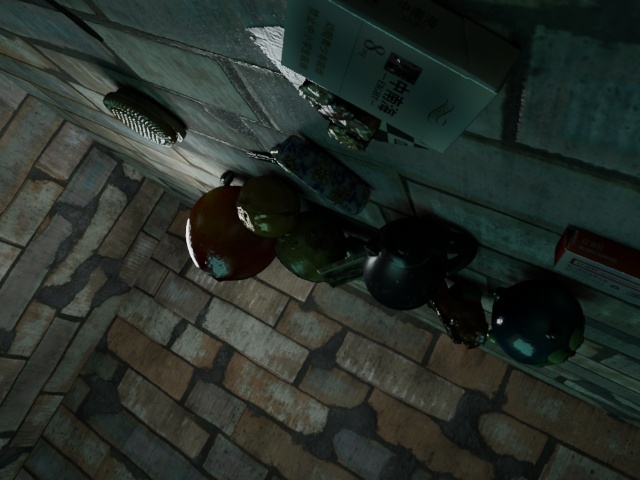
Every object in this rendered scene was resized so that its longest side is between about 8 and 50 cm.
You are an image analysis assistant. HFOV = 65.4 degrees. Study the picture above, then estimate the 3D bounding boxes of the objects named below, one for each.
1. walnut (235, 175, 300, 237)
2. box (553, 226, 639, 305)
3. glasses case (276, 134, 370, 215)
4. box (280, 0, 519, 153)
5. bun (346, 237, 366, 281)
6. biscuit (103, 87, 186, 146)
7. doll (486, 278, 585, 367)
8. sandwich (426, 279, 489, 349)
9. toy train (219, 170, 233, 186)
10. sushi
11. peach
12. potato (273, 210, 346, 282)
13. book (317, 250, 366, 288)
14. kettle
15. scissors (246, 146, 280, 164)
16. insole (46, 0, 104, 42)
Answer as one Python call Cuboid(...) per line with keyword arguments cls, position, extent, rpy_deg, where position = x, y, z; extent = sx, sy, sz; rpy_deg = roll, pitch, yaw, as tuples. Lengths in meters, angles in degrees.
Cuboid(cls="walnut", position=(-0.168, -0.108, 1.566), extent=(0.226, 0.193, 0.193), rpy_deg=(29, 174, 40))
Cuboid(cls="box", position=(0.513, 0.056, 0.836), extent=(0.230, 0.050, 0.123), rpy_deg=(26, 169, 22))
Cuboid(cls="glasses case", position=(0.010, -0.144, 1.137), extent=(0.248, 0.086, 0.065), rpy_deg=(34, 174, -28))
Cuboid(cls="box", position=(0.078, -0.210, 0.574), extent=(0.243, 0.067, 0.155), rpy_deg=(29, 165, -1))
Cuboid(cls="bun", position=(0.143, 0.080, 1.865), extent=(0.213, 0.126, 0.204), rpy_deg=(20, 166, 47))
Cuboid(cls="biscuit", position=(-0.542, -0.378, 1.545), extent=(0.259, 0.079, 0.259), rpy_deg=(27, 170, 5))
Cuboid(cls="doll", position=(0.494, 0.186, 1.176), extent=(0.186, 0.198, 0.322), rpy_deg=(41, 180, 1))
Cuboid(cls="sandwich", position=(0.432, 0.202, 1.552), extent=(0.250, 0.162, 0.301), rpy_deg=(55, -175, -43))
Cuboid(cls="toy train", position=(-0.363, -0.233, 1.922), extent=(0.047, 0.043, 0.207), rpy_deg=(35, 170, -10))
Cuboid(cls="sushi", position=(0.032, -0.217, 0.786), extent=(0.264, 0.050, 0.290), rpy_deg=(21, 167, 42))
Cuboid(cls="peach", position=(-0.326, -0.019, 1.899), extent=(0.389, 0.388, 0.388), rpy_deg=(28, 171, 5))
Cuboid(cls="potato", position=(0.000, 0.000, 1.708), extent=(0.246, 0.196, 0.300), rpy_deg=(45, -158, 3))
Cuboid(cls="book", position=(0.138, 0.080, 1.607), extent=(0.202, 0.264, 0.027), rpy_deg=(53, -163, -66))
Cuboid(cls="kettle", position=(0.241, 0.040, 1.234), extent=(0.269, 0.207, 0.290), rpy_deg=(-1, 158, 4))
Cuboid(cls="scissors", position=(-0.107, -0.209, 1.332), extent=(0.318, 0.024, 0.160), rpy_deg=(20, 167, 46))
Cuboid(cls="insole", position=(-0.566, -0.507, 1.141), extent=(0.153, 0.002, 0.053), rpy_deg=(34, 170, -32))
